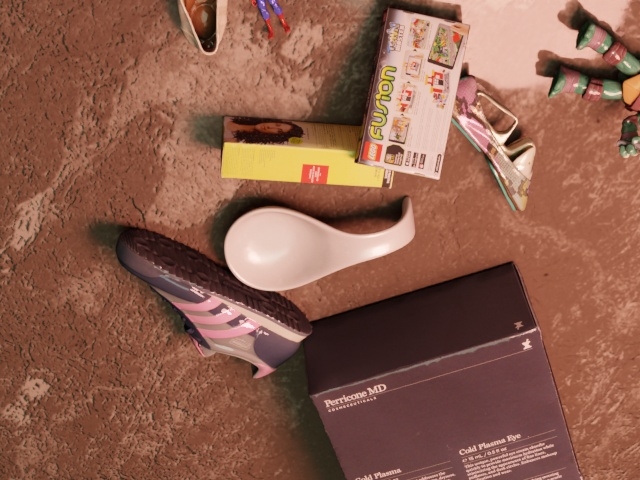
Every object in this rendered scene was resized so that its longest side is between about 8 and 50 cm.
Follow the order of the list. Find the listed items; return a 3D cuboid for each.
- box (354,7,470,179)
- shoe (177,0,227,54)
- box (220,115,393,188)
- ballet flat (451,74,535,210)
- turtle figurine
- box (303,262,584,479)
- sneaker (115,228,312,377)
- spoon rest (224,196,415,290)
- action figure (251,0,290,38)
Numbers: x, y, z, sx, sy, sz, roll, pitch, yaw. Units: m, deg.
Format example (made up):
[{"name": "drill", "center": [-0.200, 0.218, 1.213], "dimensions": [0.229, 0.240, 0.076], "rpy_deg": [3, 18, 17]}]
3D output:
[{"name": "box", "center": [0.120, -0.192, 1.670], "dimensions": [0.114, 0.036, 0.207], "rpy_deg": [11, 93, -7]}, {"name": "shoe", "center": [-0.148, -0.337, 1.601], "dimensions": [0.076, 0.058, 0.219], "rpy_deg": [-4, 121, -2]}, {"name": "box", "center": [-0.018, -0.120, 1.729], "dimensions": [0.232, 0.087, 0.058], "rpy_deg": [3, 121, -8]}, {"name": "ballet flat", "center": [0.245, -0.136, 1.751], "dimensions": [0.079, 0.077, 0.221], "rpy_deg": [-34, 114, 11]}, {"name": "turtle figurine", "center": [0.435, -0.196, 1.703], "dimensions": [0.234, 0.118, 0.175], "rpy_deg": [25, 102, -1]}, {"name": "box", "center": [0.183, 0.246, 1.913], "dimensions": [0.343, 0.179, 0.312], "rpy_deg": [-17, 122, 5]}, {"name": "sneaker", "center": [-0.173, 0.102, 1.836], "dimensions": [0.319, 0.112, 0.131], "rpy_deg": [30, 112, -19]}, {"name": "spoon rest", "center": [0.000, 0.000, 1.804], "dimensions": [0.276, 0.084, 0.137], "rpy_deg": [-11, 119, 1]}, {"name": "action figure", "center": [-0.072, -0.317, 1.640], "dimensions": [0.038, 0.030, 0.115], "rpy_deg": [-17, 119, 11]}]
